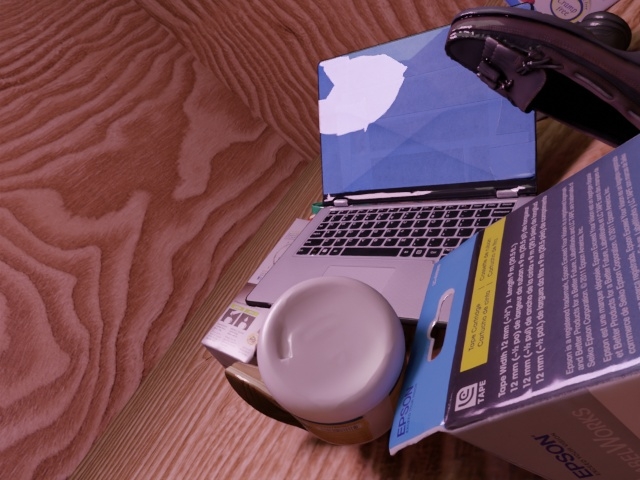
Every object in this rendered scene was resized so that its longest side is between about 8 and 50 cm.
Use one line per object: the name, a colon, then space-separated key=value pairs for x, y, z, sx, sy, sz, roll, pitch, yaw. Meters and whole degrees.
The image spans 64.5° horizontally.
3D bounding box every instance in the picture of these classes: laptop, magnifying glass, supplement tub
laptop: x=0.087 y=-0.110 z=0.739 sx=0.382 sy=0.236 sz=0.408 roll=0 pitch=38 yaw=39
magnifying glass: x=0.088 y=-0.073 z=1.144 sx=0.231 sy=0.026 sz=0.092 roll=5 pitch=14 yaw=24
supplement tub: x=0.023 y=0.141 z=0.556 sx=0.144 sy=0.144 sz=0.199 roll=-52 pitch=-26 yaw=-19

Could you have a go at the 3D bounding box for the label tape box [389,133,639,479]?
label tape box: x=0.228 y=0.048 z=0.399 sx=0.348 sy=0.115 sz=0.249 roll=-41 pitch=13 yaw=41

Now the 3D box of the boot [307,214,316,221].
boot: x=-0.026 y=-0.013 z=1.218 sx=0.158 sy=0.059 sz=0.084 roll=-27 pitch=45 yaw=60

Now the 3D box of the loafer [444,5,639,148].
loafer: x=0.273 y=-0.178 z=0.577 sx=0.095 sy=0.303 sz=0.109 roll=-61 pitch=-20 yaw=-5

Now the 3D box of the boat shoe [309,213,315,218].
boat shoe: x=0.000 y=0.000 z=1.360 sx=0.110 sy=0.122 sz=0.341 roll=-55 pitch=3 yaw=-13

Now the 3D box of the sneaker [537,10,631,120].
sneaker: x=0.408 y=-0.300 z=0.896 sx=0.147 sy=0.104 sz=0.296 roll=-49 pitch=18 yaw=-12

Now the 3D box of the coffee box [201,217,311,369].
coffee box: x=-0.047 y=0.124 z=0.912 sx=0.119 sy=0.168 sz=0.297 roll=12 pitch=55 yaw=37

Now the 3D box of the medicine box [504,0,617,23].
medicine box: x=0.523 y=-0.605 z=1.044 sx=0.289 sy=0.263 sz=0.149 roll=-35 pitch=19 yaw=49

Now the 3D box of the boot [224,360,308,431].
boot: x=-0.016 y=0.179 z=0.732 sx=0.213 sy=0.077 sz=0.165 roll=12 pitch=48 yaw=28
